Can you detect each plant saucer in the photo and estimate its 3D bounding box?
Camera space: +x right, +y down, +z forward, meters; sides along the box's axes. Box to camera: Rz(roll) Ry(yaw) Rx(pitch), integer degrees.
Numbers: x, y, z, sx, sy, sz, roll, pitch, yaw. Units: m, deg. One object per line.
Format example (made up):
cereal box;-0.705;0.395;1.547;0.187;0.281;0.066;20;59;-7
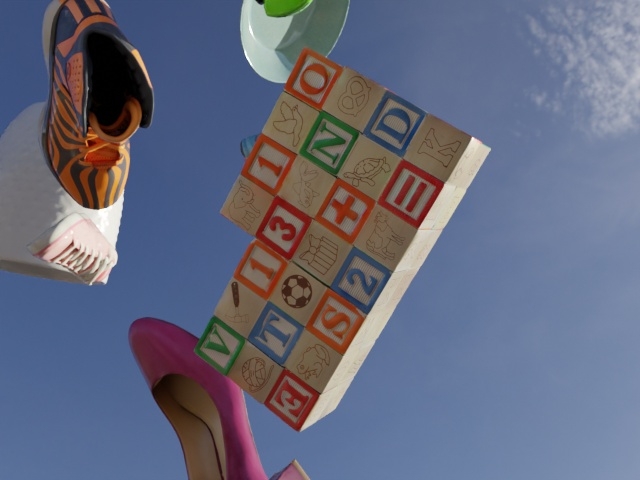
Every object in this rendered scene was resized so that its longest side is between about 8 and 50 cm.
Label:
plant saucer;-0.041;-0.308;0.897;0.037;0.195;0.195;35;-35;32

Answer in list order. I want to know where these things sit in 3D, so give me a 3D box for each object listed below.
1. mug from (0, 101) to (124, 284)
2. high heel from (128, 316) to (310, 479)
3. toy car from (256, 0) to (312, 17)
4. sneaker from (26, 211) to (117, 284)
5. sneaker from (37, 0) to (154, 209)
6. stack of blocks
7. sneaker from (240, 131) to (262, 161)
mug;-0.556;-0.090;1.410;0.276;0.327;0.374;13;-12;-20
high heel;-0.169;0.263;0.887;0.377;0.181;0.127;43;-56;14
toy car;-0.054;-0.315;0.646;0.239;0.224;0.053;-17;-5;16
sneaker;-0.239;0.012;0.674;0.051;0.134;0.070;-36;-82;-1
sneaker;-0.295;-0.144;0.886;0.125;0.180;0.321;-16;-46;-25
stack of blocks;0.000;0.000;0.624;0.171;0.087;0.297;33;-76;20
sneaker;-0.042;-0.187;1.284;0.125;0.262;0.104;-18;-76;25
